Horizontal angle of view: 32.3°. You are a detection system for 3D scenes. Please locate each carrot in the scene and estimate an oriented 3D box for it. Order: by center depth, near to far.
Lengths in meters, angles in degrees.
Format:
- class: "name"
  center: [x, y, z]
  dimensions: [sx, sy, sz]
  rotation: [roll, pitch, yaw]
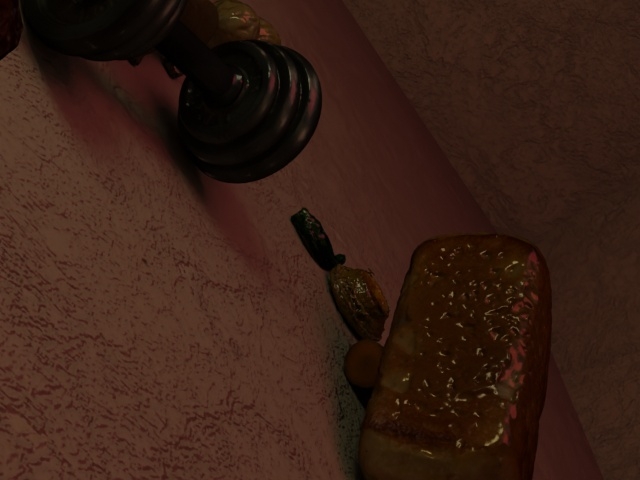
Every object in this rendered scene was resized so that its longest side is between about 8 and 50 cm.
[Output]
- class: "carrot"
  center: [0.087, 0.173, 1.464]
  dimensions: [0.061, 0.061, 0.210]
  rotation: [64, 11, 19]

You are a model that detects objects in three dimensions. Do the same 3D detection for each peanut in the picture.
- class: "peanut"
  center: [-0.120, -0.287, 1.590]
  dimensions: [0.098, 0.103, 0.229]
  rotation: [49, 10, 9]

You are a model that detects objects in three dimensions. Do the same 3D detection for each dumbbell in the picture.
- class: "dumbbell"
  center: [-0.143, -0.199, 1.157]
  dimensions: [0.406, 0.179, 0.179]
  rotation: [39, 24, -54]

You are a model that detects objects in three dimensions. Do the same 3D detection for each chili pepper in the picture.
- class: "chili pepper"
  center: [0.002, 0.005, 1.553]
  dimensions: [0.118, 0.035, 0.055]
  rotation: [47, 35, -31]

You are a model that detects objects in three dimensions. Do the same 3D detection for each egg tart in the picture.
- class: "egg tart"
  center: [0.058, 0.082, 1.555]
  dimensions: [0.130, 0.052, 0.130]
  rotation: [53, 18, -25]

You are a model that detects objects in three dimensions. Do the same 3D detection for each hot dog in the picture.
- class: "hot dog"
  center: [0.173, 0.185, 1.336]
  dimensions: [0.405, 0.185, 0.223]
  rotation: [-69, 155, -45]

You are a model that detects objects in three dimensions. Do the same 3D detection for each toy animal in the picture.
- class: "toy animal"
  center: [-0.181, -0.269, 1.333]
  dimensions: [0.103, 0.101, 0.219]
  rotation: [63, 14, 7]

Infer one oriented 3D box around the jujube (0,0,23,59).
- class: "jujube"
  center: [-0.283, -0.218, 0.746]
  dimensions: [0.168, 0.168, 0.236]
  rotation: [-95, 168, -61]
